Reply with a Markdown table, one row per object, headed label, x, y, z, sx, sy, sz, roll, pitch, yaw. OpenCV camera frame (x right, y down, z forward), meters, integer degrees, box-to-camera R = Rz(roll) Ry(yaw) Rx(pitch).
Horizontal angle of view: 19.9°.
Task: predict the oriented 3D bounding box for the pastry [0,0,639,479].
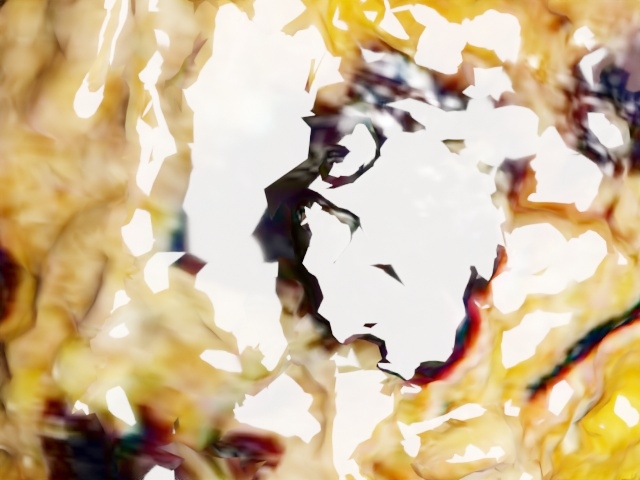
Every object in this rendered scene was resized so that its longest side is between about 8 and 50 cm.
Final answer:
| label | x | y | z | sx | sy | sz | roll | pitch | yaw |
| --- | --- | --- | --- | --- | --- | --- | --- | --- | --- |
| pastry | -0.004 | -0.017 | 0.690 | 0.337 | 0.292 | 0.405 | 42 | 81 | -25 |
